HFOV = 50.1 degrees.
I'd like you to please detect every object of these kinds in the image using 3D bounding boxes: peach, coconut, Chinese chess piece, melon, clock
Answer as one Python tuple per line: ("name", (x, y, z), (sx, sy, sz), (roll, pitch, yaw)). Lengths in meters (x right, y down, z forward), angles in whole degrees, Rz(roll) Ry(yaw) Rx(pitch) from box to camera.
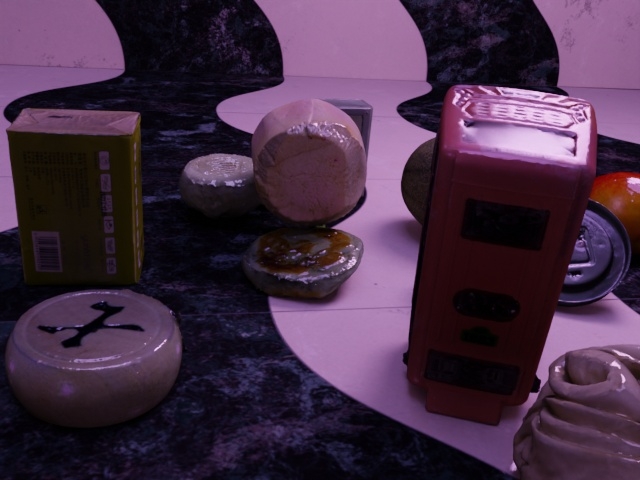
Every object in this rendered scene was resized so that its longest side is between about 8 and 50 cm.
("peach", (0.649, -0.063, 1.477), (0.197, 0.198, 0.197), (4, 24, -2))
("coconut", (-0.024, -0.161, 1.367), (0.239, 0.239, 0.244), (3, 26, -4))
("Chinese chess piece", (-0.303, 0.150, 0.931), (0.237, 0.092, 0.238), (4, 23, -2))
("melon", (0.316, -0.108, 1.452), (0.301, 0.238, 0.237), (16, 27, 24))
("clock", (0.459, 0.020, 1.271), (0.214, 0.042, 0.215), (-4, 66, 8))

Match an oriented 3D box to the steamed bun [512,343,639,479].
("steamed bun", (0.358, 0.222, 0.762), (0.289, 0.203, 0.276), (-15, 31, -39))

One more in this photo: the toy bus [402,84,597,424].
("toy bus", (0.228, 0.028, 0.916), (0.203, 0.427, 0.233), (10, 36, 11))

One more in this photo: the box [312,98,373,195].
("box", (0.045, -0.223, 1.659), (0.129, 0.225, 0.086), (-3, 25, -16))

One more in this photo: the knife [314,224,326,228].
("knife", (0.000, 0.001, 1.413), (0.054, 0.015, 0.212), (-4, 27, -7))

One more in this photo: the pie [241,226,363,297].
("pie", (-0.028, 0.034, 1.271), (0.240, 0.054, 0.240), (-3, 26, 1))

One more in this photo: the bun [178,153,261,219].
("bun", (-0.210, -0.109, 1.486), (0.195, 0.118, 0.195), (5, 29, -3))

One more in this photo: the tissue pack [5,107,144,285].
("tissue pack", (-0.414, -0.077, 1.189), (0.200, 0.275, 0.167), (0, 24, -11))
